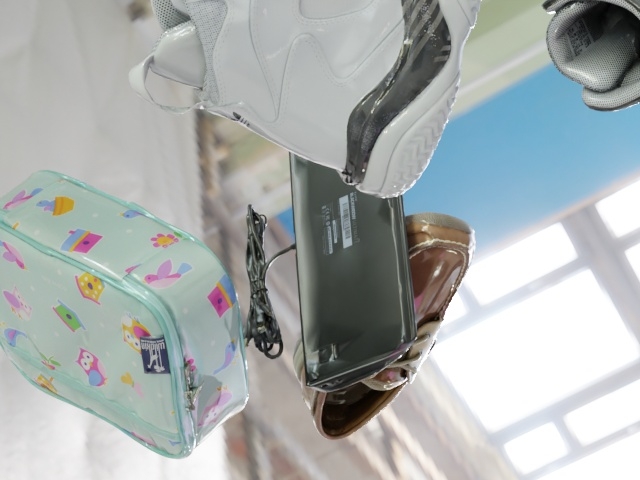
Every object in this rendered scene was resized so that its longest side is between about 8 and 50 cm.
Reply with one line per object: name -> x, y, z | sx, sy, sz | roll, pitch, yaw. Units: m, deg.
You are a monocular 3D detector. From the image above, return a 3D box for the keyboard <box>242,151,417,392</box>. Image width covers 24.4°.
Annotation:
keyboard -> 0.000, 0.000, 1.443 | 0.033, 0.201, 0.317 | 34, -137, -46

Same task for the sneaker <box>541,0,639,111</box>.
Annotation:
sneaker -> 0.198, -0.165, 0.981 | 0.101, 0.153, 0.268 | 61, 166, -19

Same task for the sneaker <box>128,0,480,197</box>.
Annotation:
sneaker -> 0.006, -0.226, 0.976 | 0.137, 0.210, 0.366 | 167, 117, -76

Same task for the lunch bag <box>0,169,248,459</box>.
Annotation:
lunch bag -> -0.196, 0.076, 1.379 | 0.279, 0.108, 0.224 | 25, 134, 31

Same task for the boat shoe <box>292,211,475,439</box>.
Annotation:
boat shoe -> 0.070, 0.095, 1.498 | 0.123, 0.324, 0.116 | 8, -129, -18
